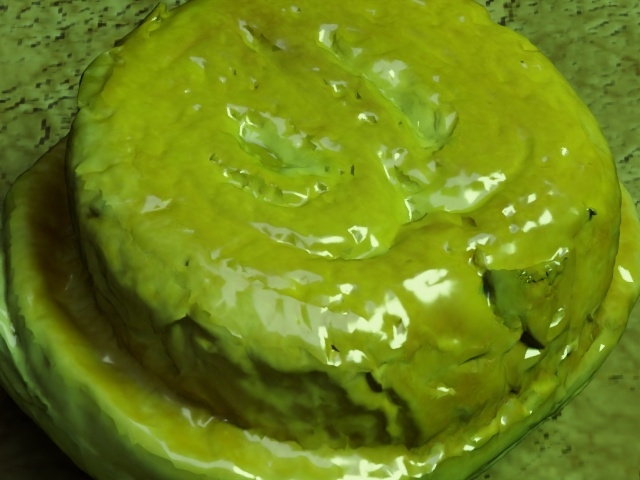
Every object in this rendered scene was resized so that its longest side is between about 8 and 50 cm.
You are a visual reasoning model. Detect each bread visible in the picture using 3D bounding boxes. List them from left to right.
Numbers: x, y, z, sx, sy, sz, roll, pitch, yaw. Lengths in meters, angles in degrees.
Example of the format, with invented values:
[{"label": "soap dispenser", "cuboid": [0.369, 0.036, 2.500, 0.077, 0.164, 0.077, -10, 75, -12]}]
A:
[{"label": "bread", "cuboid": [0.002, 0.002, 0.683, 0.236, 0.120, 0.198, -34, 61, -31]}]
